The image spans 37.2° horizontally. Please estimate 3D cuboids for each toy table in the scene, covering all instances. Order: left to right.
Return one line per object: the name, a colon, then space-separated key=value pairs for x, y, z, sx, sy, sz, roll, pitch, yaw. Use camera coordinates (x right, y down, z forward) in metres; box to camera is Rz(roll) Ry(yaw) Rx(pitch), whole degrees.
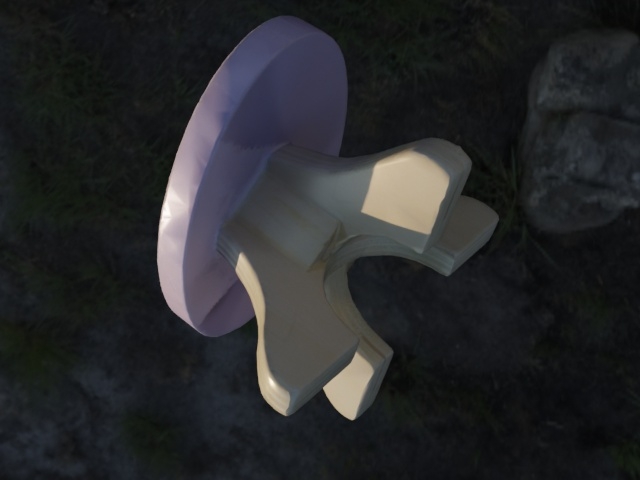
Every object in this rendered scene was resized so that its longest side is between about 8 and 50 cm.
toy table: x=0.000 y=0.000 z=0.677 sx=0.161 sy=0.252 sz=0.274 roll=35 pitch=147 yaw=20
